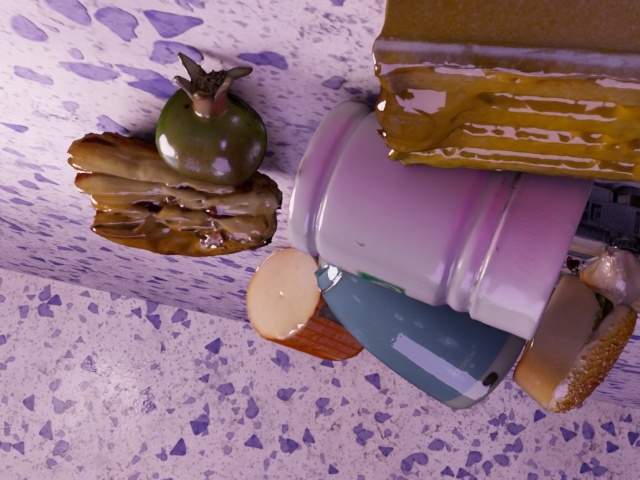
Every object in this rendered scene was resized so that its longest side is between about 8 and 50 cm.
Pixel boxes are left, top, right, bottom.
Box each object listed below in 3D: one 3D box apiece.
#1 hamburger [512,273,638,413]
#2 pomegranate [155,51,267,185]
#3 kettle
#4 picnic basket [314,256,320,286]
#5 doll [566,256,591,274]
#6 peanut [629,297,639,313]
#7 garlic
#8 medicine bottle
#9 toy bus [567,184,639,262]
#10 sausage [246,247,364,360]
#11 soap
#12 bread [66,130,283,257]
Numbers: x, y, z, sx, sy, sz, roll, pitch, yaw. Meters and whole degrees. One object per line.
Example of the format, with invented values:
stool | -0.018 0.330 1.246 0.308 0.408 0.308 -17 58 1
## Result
hamburger | 0.513 0.208 1.552 0.170 0.302 0.302 27 171 19
pomegranate | -0.145 -0.161 1.016 0.151 0.131 0.191 14 144 12
kettle | 0.170 0.067 1.297 0.342 0.320 0.247 33 -161 -8
picnic basket | 0.080 0.065 1.711 0.164 0.080 0.115 9 167 -29
doll | 0.471 0.034 1.408 0.058 0.040 0.085 -14 157 33
peanut | 0.592 0.081 1.366 0.117 0.101 0.263 -19 152 25
garlic | 0.414 0.053 1.076 0.084 0.066 0.152 12 168 6
medicine bottle | 0.144 -0.030 0.960 0.325 0.212 0.212 20 168 17
toy bus | 0.347 -0.034 1.126 0.342 0.097 0.138 14 164 -11
sausage | -0.017 0.162 1.914 0.233 0.233 0.287 2 164 34
soap | 0.199 -0.145 0.736 0.281 0.143 0.259 9 170 12
bread | -0.225 -0.060 1.221 0.324 0.167 0.277 16 -172 -2
